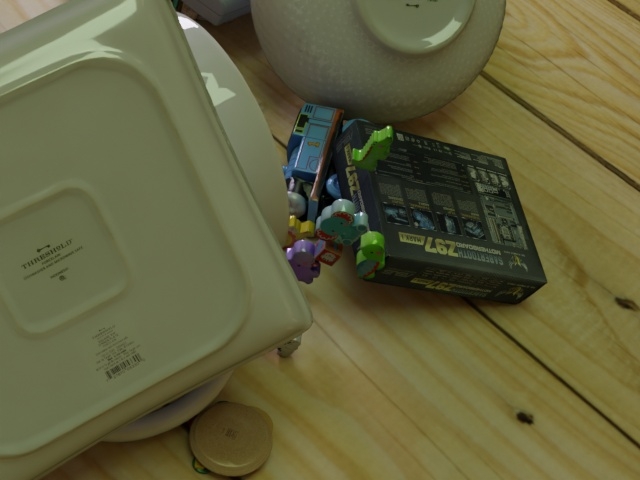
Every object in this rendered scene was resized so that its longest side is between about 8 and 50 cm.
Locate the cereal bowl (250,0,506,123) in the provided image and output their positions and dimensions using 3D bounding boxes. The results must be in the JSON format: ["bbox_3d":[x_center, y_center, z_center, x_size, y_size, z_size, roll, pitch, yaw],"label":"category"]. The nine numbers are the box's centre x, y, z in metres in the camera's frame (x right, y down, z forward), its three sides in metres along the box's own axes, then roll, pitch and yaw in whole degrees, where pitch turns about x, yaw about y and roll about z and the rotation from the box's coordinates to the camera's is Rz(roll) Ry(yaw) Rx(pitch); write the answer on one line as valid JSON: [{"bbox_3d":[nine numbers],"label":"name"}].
[{"bbox_3d":[0.091,-0.309,1.236,0.339,0.338,0.141,-4,10,-19],"label":"cereal bowl"}]

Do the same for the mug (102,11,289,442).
[{"bbox_3d":[-0.218,0.009,0.940,0.328,0.276,0.374,-28,91,-25],"label":"mug"}]

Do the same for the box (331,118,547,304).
[{"bbox_3d":[0.135,-0.029,1.130,0.233,0.059,0.183,9,53,-31],"label":"box"}]

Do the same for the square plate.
[{"bbox_3d":[-0.210,0.010,0.786,0.347,0.344,0.049,-28,19,-13],"label":"square plate"}]

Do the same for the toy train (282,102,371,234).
[{"bbox_3d":[0.005,-0.085,1.192,0.105,0.080,0.184,11,49,6],"label":"toy train"}]

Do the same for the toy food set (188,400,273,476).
[{"bbox_3d":[-0.087,0.190,0.953,0.083,0.020,0.083,10,48,-7],"label":"toy food set"}]

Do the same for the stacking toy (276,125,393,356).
[{"bbox_3d":[0.000,0.000,1.022,0.052,0.221,0.167,25,45,-21],"label":"stacking toy"}]

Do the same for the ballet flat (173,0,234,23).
[{"bbox_3d":[-0.137,-0.429,1.448,0.106,0.107,0.315,13,57,-9],"label":"ballet flat"}]

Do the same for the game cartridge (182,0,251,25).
[{"bbox_3d":[-0.173,-0.430,1.336,0.198,0.062,0.297,-32,79,-41],"label":"game cartridge"}]
